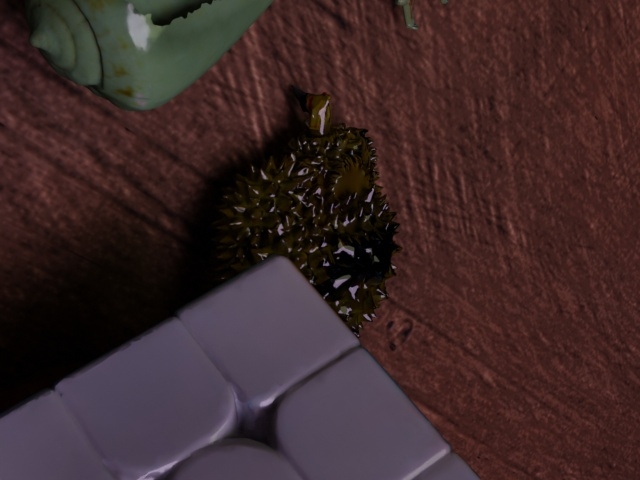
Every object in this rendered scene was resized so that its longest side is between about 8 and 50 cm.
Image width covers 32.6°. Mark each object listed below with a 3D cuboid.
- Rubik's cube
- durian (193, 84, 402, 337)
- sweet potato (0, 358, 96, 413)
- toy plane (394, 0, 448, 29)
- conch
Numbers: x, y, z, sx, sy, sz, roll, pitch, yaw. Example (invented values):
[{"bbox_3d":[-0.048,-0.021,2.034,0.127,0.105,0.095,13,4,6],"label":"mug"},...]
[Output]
[{"bbox_3d":[-0.067,0.242,0.770,0.290,0.291,0.291,-30,155,-25],"label":"Rubik's cube"},{"bbox_3d":[0.000,0.000,0.931,0.193,0.138,0.237,-11,121,-39],"label":"durian"},{"bbox_3d":[-0.215,0.148,0.857,0.292,0.097,0.097,-17,126,-36],"label":"sweet potato"},{"bbox_3d":[0.081,-0.232,0.932,0.111,0.040,0.102,1,113,-43],"label":"toy plane"},{"bbox_3d":[-0.100,-0.194,0.731,0.250,0.143,0.137,-51,-178,-24],"label":"conch"}]
